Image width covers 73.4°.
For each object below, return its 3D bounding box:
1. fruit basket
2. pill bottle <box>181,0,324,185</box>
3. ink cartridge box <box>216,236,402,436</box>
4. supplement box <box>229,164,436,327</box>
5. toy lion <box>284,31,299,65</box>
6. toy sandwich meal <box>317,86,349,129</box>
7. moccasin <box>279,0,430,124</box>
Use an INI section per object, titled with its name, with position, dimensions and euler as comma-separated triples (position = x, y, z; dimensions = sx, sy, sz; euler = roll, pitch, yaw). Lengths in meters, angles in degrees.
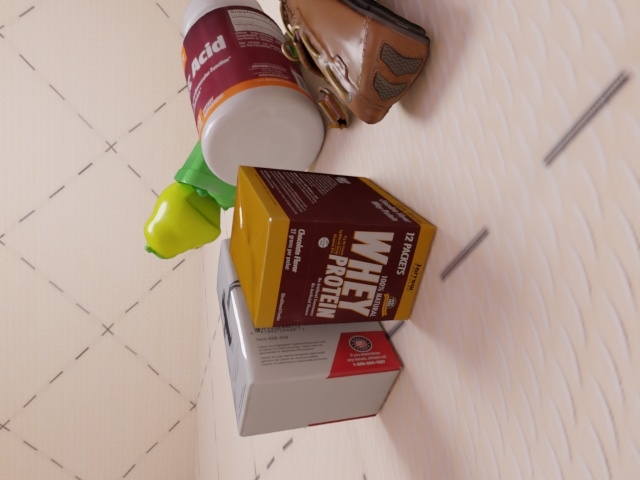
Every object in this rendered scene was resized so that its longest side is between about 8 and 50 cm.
[fruit basket]
position = -0.270, -0.103, 1.097
dimensions = 0.392, 0.282, 0.393
euler = -46, 35, 46
[pill bottle]
position = -0.153, -0.317, 0.858
dimensions = 0.224, 0.223, 0.393
euler = -62, 40, 47
[ink cartridge box]
position = -0.037, 0.118, 0.629
dimensions = 0.273, 0.196, 0.114
euler = -115, 34, -48
[supplement box]
position = 0.000, 0.000, 0.547
dimensions = 0.191, 0.193, 0.129
euler = -128, 44, -58
[toy lion]
position = -0.067, -0.393, 0.958
dimensions = 0.100, 0.034, 0.096
euler = 130, 129, -57
[toy sandwich meal]
position = 0.015, -0.207, 0.689
dimensions = 0.086, 0.029, 0.085
euler = 51, 177, 4
[moccasin]
position = 0.018, -0.292, 0.622
dimensions = 0.380, 0.139, 0.147
euler = 58, 133, 39
